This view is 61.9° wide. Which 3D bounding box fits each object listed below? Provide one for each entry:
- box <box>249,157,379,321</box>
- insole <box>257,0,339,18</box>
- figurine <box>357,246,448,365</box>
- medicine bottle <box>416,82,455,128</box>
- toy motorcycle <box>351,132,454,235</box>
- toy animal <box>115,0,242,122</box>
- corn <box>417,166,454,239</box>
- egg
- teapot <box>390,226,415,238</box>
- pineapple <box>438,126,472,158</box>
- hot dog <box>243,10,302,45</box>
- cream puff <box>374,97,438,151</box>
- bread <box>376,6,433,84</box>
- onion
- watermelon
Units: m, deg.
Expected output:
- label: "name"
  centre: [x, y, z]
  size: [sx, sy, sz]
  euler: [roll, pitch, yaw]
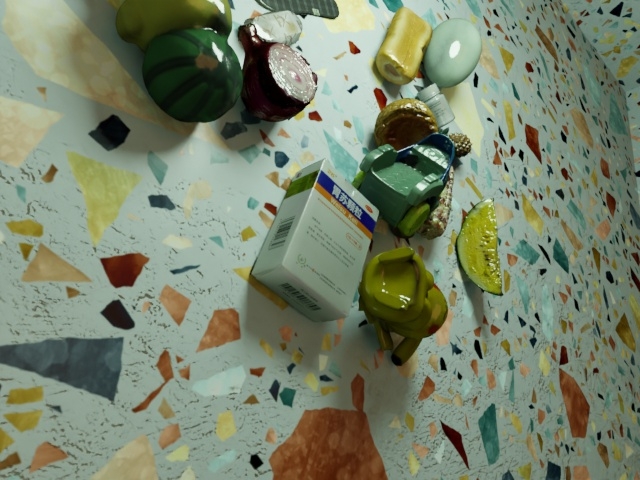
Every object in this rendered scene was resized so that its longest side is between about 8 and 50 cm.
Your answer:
- label: "box"
  centre: [0.000, 0.000, 1.169]
  size: [0.200, 0.106, 0.299]
  euler: [41, 52, -28]
- label: "insole"
  centre: [-0.058, -0.636, 1.411]
  size: [0.309, 0.012, 0.110]
  euler: [-10, 81, -44]
- label: "figurine"
  centre: [0.191, 0.153, 1.222]
  size: [0.327, 0.169, 0.218]
  euler: [43, 55, -49]
- label: "medicine bottle"
  centre: [0.362, -0.423, 1.685]
  size: [0.080, 0.080, 0.130]
  euler: [-39, 102, -44]
- label: "toy motorcycle"
  centre: [0.246, -0.167, 1.359]
  size: [0.191, 0.200, 0.326]
  euler: [38, 40, 22]
- label: "toy animal"
  centre: [-0.257, -0.392, 1.006]
  size: [0.216, 0.191, 0.338]
  euler: [-14, 86, -46]
- label: "corn"
  centre: [0.335, -0.120, 1.543]
  size: [0.092, 0.092, 0.280]
  euler: [41, 50, -26]
- label: "egg"
  centre: [0.428, -0.609, 1.742]
  size: [0.183, 0.183, 0.264]
  euler: [40, 58, -27]
- label: "teapot"
  centre: [0.210, -0.057, 1.413]
  size: [0.110, 0.085, 0.080]
  euler: [30, 54, -12]
- label: "pineapple"
  centre: [0.408, -0.303, 1.670]
  size: [0.221, 0.103, 0.083]
  euler: [-6, 81, -46]
- label: "hot dog"
  centre: [-0.110, -0.508, 1.289]
  size: [0.099, 0.053, 0.192]
  euler: [59, 43, -12]
- label: "cream puff"
  centre: [0.236, -0.319, 1.493]
  size: [0.183, 0.183, 0.169]
  euler: [44, 26, -23]
- label: "bread"
  centre: [0.252, -0.592, 1.631]
  size: [0.142, 0.091, 0.305]
  euler: [30, 54, -9]
- label: "onion"
  centre: [-0.118, -0.365, 1.168]
  size: [0.218, 0.140, 0.195]
  euler: [48, 45, -20]
- label: "watermelon"
  centre: [0.489, 0.023, 1.610]
  size: [0.123, 0.129, 0.301]
  euler: [10, 74, -38]
